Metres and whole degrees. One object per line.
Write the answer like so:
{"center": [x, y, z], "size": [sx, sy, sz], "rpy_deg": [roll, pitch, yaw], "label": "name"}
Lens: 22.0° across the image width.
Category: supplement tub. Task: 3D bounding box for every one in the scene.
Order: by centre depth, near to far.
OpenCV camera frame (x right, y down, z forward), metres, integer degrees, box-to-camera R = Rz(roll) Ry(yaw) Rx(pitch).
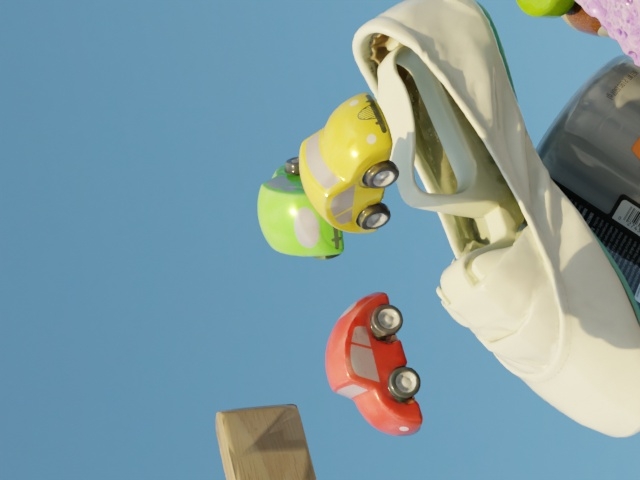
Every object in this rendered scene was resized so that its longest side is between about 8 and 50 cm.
{"center": [0.341, -0.006, 1.409], "size": [0.193, 0.316, 0.193], "rpy_deg": [-47, -20, -23], "label": "supplement tub"}

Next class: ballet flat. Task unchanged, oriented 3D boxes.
{"center": [0.129, -0.016, 1.308], "size": [0.139, 0.139, 0.400], "rpy_deg": [-8, -110, -46], "label": "ballet flat"}

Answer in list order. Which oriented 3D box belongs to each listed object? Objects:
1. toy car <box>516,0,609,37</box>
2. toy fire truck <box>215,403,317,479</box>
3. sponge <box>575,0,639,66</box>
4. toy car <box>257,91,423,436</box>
{"center": [0.278, -0.224, 1.298], "size": [0.155, 0.188, 0.149], "rpy_deg": [-1, -73, -39], "label": "toy car"}
{"center": [-0.046, 0.161, 0.711], "size": [0.217, 0.246, 0.158], "rpy_deg": [16, -88, -20], "label": "toy fire truck"}
{"center": [0.180, -0.162, 0.762], "size": [0.031, 0.210, 0.117], "rpy_deg": [-30, -107, -30], "label": "sponge"}
{"center": [0.000, 0.000, 1.135], "size": [0.053, 0.225, 0.239], "rpy_deg": [-13, -69, -16], "label": "toy car"}
